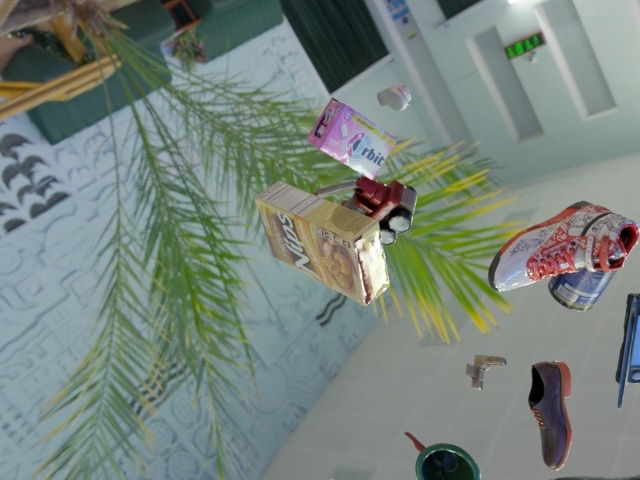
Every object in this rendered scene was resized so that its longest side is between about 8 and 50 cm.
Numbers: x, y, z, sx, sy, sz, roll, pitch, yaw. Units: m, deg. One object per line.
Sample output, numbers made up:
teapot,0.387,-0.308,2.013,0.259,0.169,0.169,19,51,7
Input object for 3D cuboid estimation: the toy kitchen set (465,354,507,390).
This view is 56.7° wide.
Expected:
toy kitchen set,0.413,0.328,1.480,0.075,0.068,0.083,-5,-116,40

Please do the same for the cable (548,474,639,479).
cable,0.239,0.181,0.386,0.072,0.287,0.140,37,-73,55

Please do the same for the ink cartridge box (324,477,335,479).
ink cartridge box,-0.001,0.692,1.578,0.052,0.122,0.089,32,-84,35

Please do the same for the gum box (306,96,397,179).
gum box,0.067,-0.220,1.286,0.107,0.188,0.062,-58,-137,10

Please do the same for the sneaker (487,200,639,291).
sneaker,0.449,0.025,1.084,0.270,0.090,0.145,-31,-151,-11

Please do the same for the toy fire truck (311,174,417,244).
toy fire truck,0.084,-0.076,1.461,0.217,0.246,0.159,-45,-161,46

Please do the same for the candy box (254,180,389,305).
candy box,0.000,0.000,1.320,0.087,0.183,0.316,-38,-138,-29

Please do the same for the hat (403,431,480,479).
hat,0.366,0.627,1.741,0.173,0.208,0.183,-51,175,17

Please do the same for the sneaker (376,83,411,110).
sneaker,0.187,-0.337,1.378,0.070,0.051,0.134,-21,-159,-11

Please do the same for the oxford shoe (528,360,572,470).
oxford shoe,0.572,0.444,1.511,0.098,0.272,0.097,4,172,-15

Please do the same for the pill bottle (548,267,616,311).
pill bottle,0.663,0.060,1.464,0.123,0.122,0.219,-50,160,-48

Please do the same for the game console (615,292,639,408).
game console,0.949,0.314,1.695,0.249,0.294,0.173,-1,-163,-2
